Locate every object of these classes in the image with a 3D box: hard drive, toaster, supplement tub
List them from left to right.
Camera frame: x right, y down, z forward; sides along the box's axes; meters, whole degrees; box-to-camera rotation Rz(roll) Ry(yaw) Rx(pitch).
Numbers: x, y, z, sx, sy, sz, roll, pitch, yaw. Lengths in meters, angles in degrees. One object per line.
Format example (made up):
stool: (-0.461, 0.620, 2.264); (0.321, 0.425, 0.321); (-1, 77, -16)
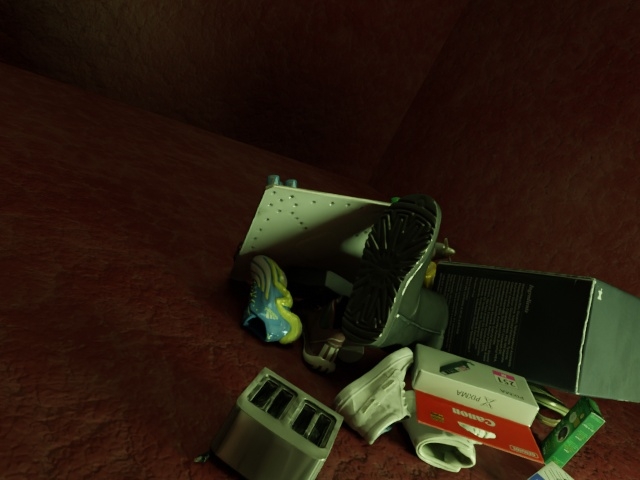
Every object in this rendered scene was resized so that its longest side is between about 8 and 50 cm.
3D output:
toaster: (-0.070, 0.309, 0.810); (0.168, 0.110, 0.185); (30, 16, 9)
hard drive: (0.027, 0.140, 1.348); (0.172, 0.054, 0.254); (4, -24, 39)
supplement tub: (0.070, 0.252, 1.288); (0.071, 0.071, 0.107); (24, 17, -13)

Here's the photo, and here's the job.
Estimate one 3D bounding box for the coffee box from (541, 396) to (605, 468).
coffee box: (0.640, 0.491, 1.295); (0.040, 0.184, 0.113); (36, 16, 11)

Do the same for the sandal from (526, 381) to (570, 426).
sandal: (0.690, 0.514, 1.511); (0.303, 0.086, 0.120); (38, 6, -24)

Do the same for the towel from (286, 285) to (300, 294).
towel: (-0.025, 0.099, 1.592); (0.308, 0.076, 0.227); (15, 22, -39)

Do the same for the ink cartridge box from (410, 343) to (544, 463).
ink cartridge box: (0.339, 0.345, 1.115); (0.275, 0.060, 0.239); (18, 17, 2)

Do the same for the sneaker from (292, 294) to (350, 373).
sneaker: (0.019, 0.184, 1.244); (0.106, 0.162, 0.281); (22, 18, -21)

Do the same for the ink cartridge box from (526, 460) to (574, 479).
ink cartridge box: (0.510, 0.560, 1.116); (0.207, 0.046, 0.097); (9, 24, -49)

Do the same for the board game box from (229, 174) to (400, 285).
board game box: (0.000, 0.000, 1.288); (0.390, 0.390, 0.050); (7, 53, -20)

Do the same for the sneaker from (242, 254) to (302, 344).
sneaker: (-0.135, 0.136, 1.194); (0.126, 0.091, 0.240); (-2, 52, -45)

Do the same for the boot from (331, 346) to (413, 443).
boot: (0.147, 0.332, 1.085); (0.258, 0.095, 0.123); (-23, 57, -41)

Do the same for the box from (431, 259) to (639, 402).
box: (0.647, 0.262, 1.497); (0.480, 0.297, 0.471); (17, -9, -37)

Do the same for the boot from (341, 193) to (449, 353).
boot: (0.247, 0.122, 1.274); (0.146, 0.367, 0.445); (26, -2, 36)

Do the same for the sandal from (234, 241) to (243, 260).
sandal: (-0.222, 0.033, 1.529); (0.067, 0.040, 0.179); (24, 17, -16)

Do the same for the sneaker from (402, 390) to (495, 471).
sneaker: (0.313, 0.432, 1.101); (0.292, 0.108, 0.169); (13, 21, -15)

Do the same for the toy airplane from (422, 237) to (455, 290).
toy airplane: (0.313, 0.099, 1.785); (0.384, 0.272, 0.386); (8, 32, -9)
